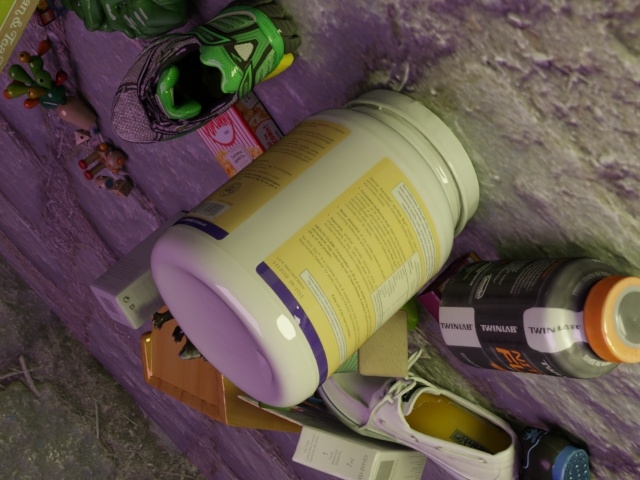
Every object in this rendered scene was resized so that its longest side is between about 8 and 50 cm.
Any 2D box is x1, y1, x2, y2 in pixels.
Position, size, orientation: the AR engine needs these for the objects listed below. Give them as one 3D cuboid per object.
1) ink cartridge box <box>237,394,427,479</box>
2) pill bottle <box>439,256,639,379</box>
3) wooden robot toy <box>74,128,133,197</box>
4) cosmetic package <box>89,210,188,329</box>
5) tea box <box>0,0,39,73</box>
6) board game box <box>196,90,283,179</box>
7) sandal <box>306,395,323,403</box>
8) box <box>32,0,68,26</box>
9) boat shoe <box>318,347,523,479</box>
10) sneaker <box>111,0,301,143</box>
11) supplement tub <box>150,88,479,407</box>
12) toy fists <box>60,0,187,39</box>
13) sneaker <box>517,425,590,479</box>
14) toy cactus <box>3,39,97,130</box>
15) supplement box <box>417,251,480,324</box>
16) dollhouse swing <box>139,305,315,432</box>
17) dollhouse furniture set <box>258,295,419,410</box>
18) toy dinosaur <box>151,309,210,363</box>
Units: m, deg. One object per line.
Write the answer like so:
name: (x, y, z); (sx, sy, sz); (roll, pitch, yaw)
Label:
ink cartridge box: (0.021, 0.340, 1.641); (0.261, 0.066, 0.296); (16, 175, 24)
pill bottle: (0.251, 0.083, 1.060); (0.130, 0.130, 0.246); (56, 154, -15)
wooden robot toy: (-0.414, -0.146, 1.890); (0.079, 0.076, 0.173); (10, 136, 38)
cosmetic package: (-0.297, 0.051, 1.781); (0.117, 0.231, 0.085); (16, 140, 51)
tea box: (-0.541, -0.401, 1.256); (0.220, 0.329, 0.323); (38, -168, 34)
board game box: (-0.129, -0.170, 1.411); (0.193, 0.045, 0.147); (55, 153, -13)
sandal: (-0.042, 0.188, 1.720); (0.138, 0.126, 0.317); (20, 150, 28)
box: (-0.418, -0.409, 1.482); (0.027, 0.094, 0.137); (30, 149, 33)
boat shoe: (0.140, 0.248, 1.472); (0.367, 0.136, 0.156); (28, 149, 32)
sneaker: (-0.185, -0.205, 1.253); (0.343, 0.146, 0.134); (-23, 106, 49)
supplement tub: (0.000, 0.000, 1.107); (0.241, 0.331, 0.241); (38, 153, 23)
toy fists: (-0.284, -0.352, 1.347); (0.279, 0.096, 0.142); (19, 143, 45)
sneaker: (0.333, 0.357, 1.389); (0.090, 0.081, 0.232); (28, 142, 42)
toy cactus: (-0.504, -0.280, 1.833); (0.180, 0.112, 0.219); (36, 157, -19)
supplement box: (0.172, 0.062, 1.212); (0.055, 0.083, 0.043); (51, 155, -4)
dollhouse swing: (-0.183, 0.200, 2.018); (0.315, 0.305, 0.347); (14, 178, -37)
dollhouse furniture set: (0.014, 0.178, 1.323); (0.197, 0.151, 0.301); (4, 154, -5)
toy dinosaur: (-0.191, 0.101, 1.681); (0.160, 0.313, 0.121); (-3, 140, 23)
